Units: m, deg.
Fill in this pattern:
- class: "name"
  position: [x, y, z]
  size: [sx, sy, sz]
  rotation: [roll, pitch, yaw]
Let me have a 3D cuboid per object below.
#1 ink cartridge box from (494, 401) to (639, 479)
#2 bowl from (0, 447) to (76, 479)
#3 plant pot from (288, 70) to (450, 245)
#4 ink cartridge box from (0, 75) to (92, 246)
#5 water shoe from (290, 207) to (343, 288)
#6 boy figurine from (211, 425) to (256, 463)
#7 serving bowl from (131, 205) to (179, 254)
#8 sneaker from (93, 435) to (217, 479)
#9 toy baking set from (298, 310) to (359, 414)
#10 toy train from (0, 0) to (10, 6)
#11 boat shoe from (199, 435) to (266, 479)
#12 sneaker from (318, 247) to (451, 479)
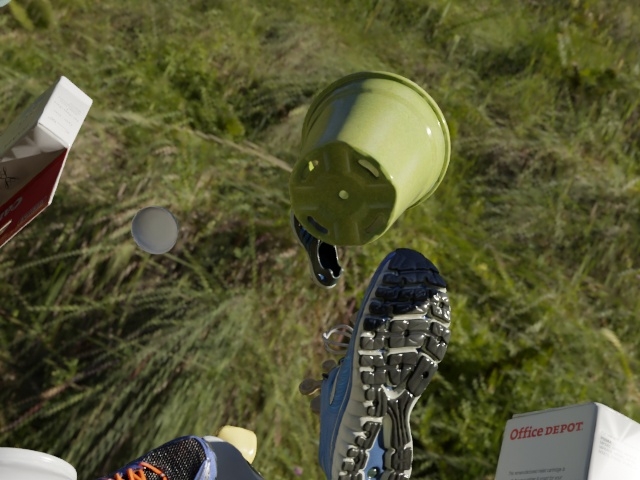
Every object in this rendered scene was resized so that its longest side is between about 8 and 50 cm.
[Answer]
- class: "ink cartridge box"
  position: [0.316, 0.366, 1.140]
  size: [0.114, 0.273, 0.197]
  rotation: [26, -26, -17]
- class: "bowl"
  position: [-0.352, 0.318, 0.973]
  size: [0.297, 0.134, 0.298]
  rotation: [-1, -34, -1]
- class: "plant pot"
  position: [0.065, -0.121, 1.486]
  size: [0.276, 0.276, 0.254]
  rotation: [25, 30, 5]
- class: "ink cartridge box"
  position: [-0.474, -0.075, 1.281]
  size: [0.066, 0.296, 0.261]
  rotation: [41, 29, -28]
- class: "water shoe"
  position: [0.000, 0.000, 1.866]
  size: [0.072, 0.203, 0.080]
  rotation: [-12, -20, -30]
- class: "boy figurine"
  position: [-0.173, 0.473, 1.584]
  size: [0.092, 0.285, 0.177]
  rotation: [4, -1, -29]
- class: "serving bowl"
  position: [-0.272, -0.020, 1.462]
  size: [0.083, 0.083, 0.027]
  rotation: [25, 19, 5]
- class: "sneaker"
  position: [-0.181, 0.234, 0.730]
  size: [0.083, 0.221, 0.087]
  rotation: [42, -27, 30]
- class: "toy baking set"
  position: [0.072, 0.188, 1.380]
  size: [0.196, 0.256, 0.030]
  rotation: [0, -52, 27]
- class: "toy train"
  position: [-0.506, -0.419, 1.107]
  size: [0.333, 0.190, 0.142]
  rotation: [7, 22, -33]
- class: "boat shoe"
  position: [-0.136, 0.364, 1.353]
  size: [0.076, 0.080, 0.228]
  rotation: [17, -22, 51]
- class: "sneaker"
  position: [0.058, 0.165, 1.103]
  size: [0.129, 0.330, 0.147]
  rotation: [14, 5, -27]
